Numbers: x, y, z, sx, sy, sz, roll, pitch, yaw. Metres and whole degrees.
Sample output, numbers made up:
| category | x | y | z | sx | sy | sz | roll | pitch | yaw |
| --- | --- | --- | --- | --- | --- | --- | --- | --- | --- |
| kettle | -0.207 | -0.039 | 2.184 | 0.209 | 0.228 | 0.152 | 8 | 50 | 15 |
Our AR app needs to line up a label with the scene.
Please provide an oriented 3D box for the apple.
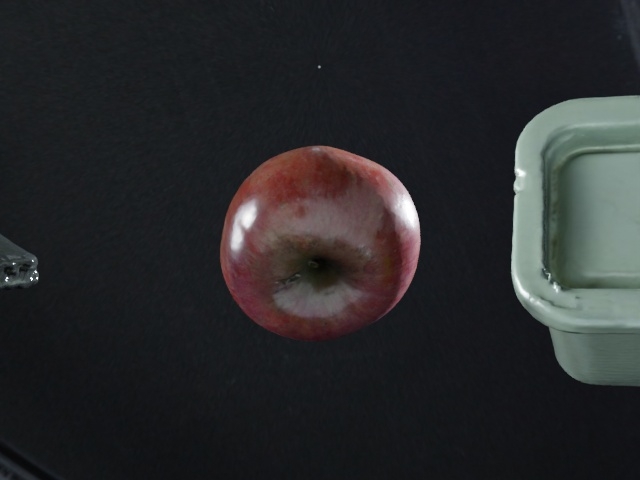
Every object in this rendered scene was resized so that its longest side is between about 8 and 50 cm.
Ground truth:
| category | x | y | z | sx | sy | sz | roll | pitch | yaw |
| --- | --- | --- | --- | --- | --- | --- | --- | --- | --- |
| apple | 0.000 | 0.000 | 0.739 | 0.153 | 0.120 | 0.153 | -2 | -60 | -3 |

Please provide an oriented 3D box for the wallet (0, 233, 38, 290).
| category | x | y | z | sx | sy | sz | roll | pitch | yaw |
| --- | --- | --- | --- | --- | --- | --- | --- | --- | --- |
| wallet | -0.335 | -0.033 | 0.677 | 0.285 | 0.146 | 0.030 | 28 | -73 | 28 |

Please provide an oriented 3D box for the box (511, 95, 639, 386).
| category | x | y | z | sx | sy | sz | roll | pitch | yaw |
| --- | --- | --- | --- | --- | --- | --- | --- | --- | --- |
| box | 0.295 | 0.017 | 0.663 | 0.312 | 0.182 | 0.175 | 0 | -120 | 15 |
